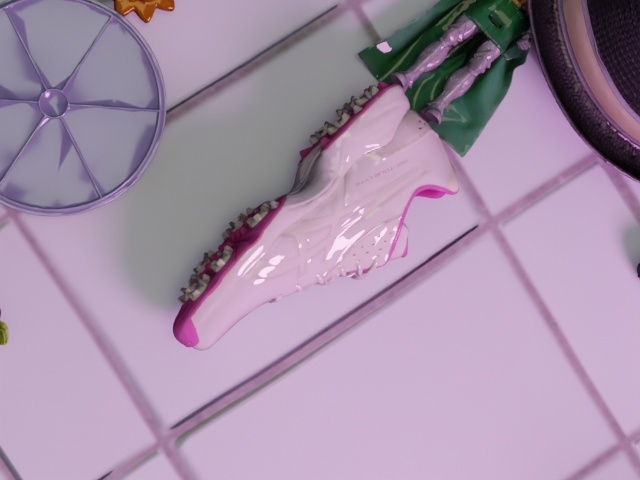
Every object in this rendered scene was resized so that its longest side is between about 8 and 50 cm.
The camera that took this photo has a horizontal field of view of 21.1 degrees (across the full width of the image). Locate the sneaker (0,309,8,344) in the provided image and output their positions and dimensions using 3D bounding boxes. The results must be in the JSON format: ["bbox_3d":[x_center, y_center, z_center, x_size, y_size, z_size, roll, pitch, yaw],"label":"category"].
[{"bbox_3d":[-0.371,0.025,1.487,0.235,0.084,0.097,46,65,-22],"label":"sneaker"}]

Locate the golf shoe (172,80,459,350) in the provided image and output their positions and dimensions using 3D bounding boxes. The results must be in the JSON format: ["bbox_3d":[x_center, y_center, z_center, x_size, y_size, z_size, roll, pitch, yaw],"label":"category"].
[{"bbox_3d":[0.000,0.000,1.542,0.140,0.115,0.306,45,83,-11],"label":"golf shoe"}]

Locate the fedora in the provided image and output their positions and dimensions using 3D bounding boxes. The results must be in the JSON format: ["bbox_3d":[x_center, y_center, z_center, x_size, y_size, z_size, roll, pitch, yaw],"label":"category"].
[{"bbox_3d":[0.353,-0.207,1.561,0.334,0.152,0.334,1,87,-22],"label":"fedora"}]

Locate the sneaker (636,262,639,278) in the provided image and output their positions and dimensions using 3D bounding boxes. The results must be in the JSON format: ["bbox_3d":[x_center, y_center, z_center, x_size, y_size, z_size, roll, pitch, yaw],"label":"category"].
[{"bbox_3d":[0.380,0.023,1.647,0.161,0.057,0.075,11,71,-9],"label":"sneaker"}]

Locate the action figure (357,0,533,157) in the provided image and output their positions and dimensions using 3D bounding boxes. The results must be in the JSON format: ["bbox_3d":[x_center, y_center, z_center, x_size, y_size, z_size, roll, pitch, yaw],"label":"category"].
[{"bbox_3d":[0.164,-0.207,1.600,0.137,0.063,0.232,45,79,-4],"label":"action figure"}]

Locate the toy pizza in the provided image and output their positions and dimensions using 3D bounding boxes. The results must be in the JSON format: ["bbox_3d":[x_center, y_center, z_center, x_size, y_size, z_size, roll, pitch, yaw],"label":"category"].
[{"bbox_3d":[-0.239,-0.122,1.535,0.201,0.032,0.201,0,91,-10],"label":"toy pizza"}]

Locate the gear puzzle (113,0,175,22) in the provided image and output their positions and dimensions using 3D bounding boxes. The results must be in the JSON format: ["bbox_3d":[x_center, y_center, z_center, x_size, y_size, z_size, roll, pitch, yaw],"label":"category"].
[{"bbox_3d":[-0.128,-0.361,1.550,0.175,0.044,0.339,22,86,-10],"label":"gear puzzle"}]
